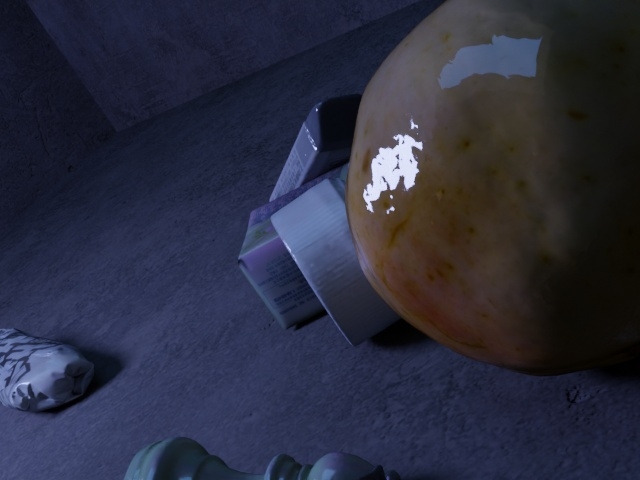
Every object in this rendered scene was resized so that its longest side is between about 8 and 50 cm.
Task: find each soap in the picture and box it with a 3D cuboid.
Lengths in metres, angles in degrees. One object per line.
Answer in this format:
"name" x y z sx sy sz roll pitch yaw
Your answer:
"soap" 0.000 0.000 1.426 0.199 0.138 0.182 -28 20 13

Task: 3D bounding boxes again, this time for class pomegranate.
"pomegranate" 0.211 -0.075 0.926 0.411 0.411 0.411 -29 20 12

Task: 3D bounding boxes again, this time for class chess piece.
"chess piece" -0.049 0.252 0.975 0.271 0.139 0.139 -11 27 21

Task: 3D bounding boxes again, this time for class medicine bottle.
"medicine bottle" 0.144 -0.047 1.213 0.371 0.211 0.211 -32 20 1

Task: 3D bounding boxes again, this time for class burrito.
"burrito" -0.531 0.225 1.765 0.139 0.101 0.445 -48 26 -23

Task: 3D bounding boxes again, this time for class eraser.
"eraser" -0.008 -0.105 1.535 0.089 0.061 0.352 -12 -22 -21

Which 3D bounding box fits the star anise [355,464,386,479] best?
"star anise" 0.019 0.294 0.765 0.315 0.108 0.315 -32 19 12
